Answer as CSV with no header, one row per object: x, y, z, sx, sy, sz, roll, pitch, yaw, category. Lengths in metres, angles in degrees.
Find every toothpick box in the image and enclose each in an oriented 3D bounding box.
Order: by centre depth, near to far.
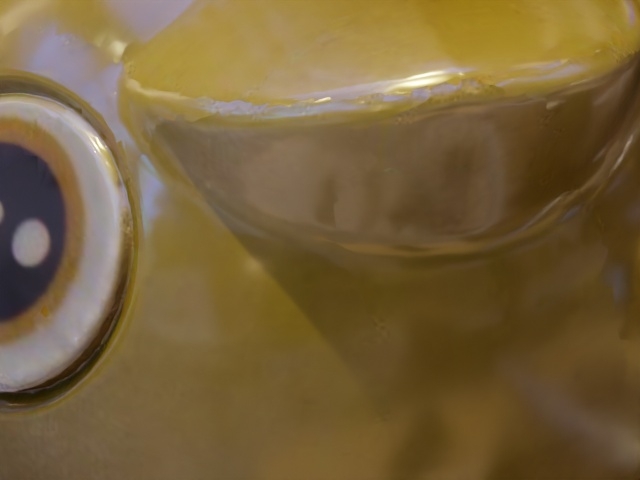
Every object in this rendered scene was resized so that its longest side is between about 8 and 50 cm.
0.000,0.000,0.842,0.409,0.425,0.409,0,43,0,toothpick box
